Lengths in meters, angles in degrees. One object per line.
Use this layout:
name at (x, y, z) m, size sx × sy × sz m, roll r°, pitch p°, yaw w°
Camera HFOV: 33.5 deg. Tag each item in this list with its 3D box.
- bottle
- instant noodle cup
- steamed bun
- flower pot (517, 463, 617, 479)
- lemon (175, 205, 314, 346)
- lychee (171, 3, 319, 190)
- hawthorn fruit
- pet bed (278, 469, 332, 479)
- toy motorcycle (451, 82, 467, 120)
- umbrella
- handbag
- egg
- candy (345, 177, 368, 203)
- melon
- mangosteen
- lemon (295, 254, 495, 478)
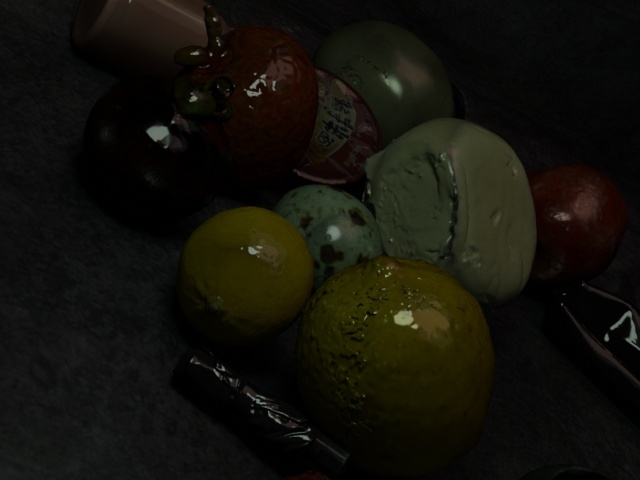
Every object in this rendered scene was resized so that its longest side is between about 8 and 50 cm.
bottle at (-0.257, -0.342, 1.802) m, size 0.296 × 0.173 × 0.206 m, roll 23°, pitch -3°, yaw -31°
instant noodle cup at (-0.027, -0.188, 1.899) m, size 0.273 × 0.091 × 0.274 m, roll 16°, pitch 51°, yaw -21°
steamed bun at (0.218, -0.032, 1.847) m, size 0.312 × 0.233 × 0.334 m, roll 22°, pitch 69°, yaw -46°
flower pot at (0.346, 0.401, 1.424) m, size 0.243 × 0.157 × 0.189 m, roll 29°, pitch 29°, yaw -24°
lemon at (-0.099, 0.047, 1.365) m, size 0.178 × 0.178 × 0.203 m, roll 41°, pitch 25°, yaw 2°
lychee at (-0.123, -0.220, 1.661) m, size 0.255 × 0.255 × 0.300 m, roll -111°, pitch 177°, yaw -45°
hawthorn fruit at (0.483, -0.030, 2.172) m, size 0.284 × 0.284 × 0.284 m, roll 31°, pitch 27°, yaw -18°
pet bed at (0.010, 0.342, 1.184) m, size 0.201 × 0.053 × 0.201 m, roll 34°, pitch 21°, yaw -15°
toy motorcycle at (0.187, -0.294, 2.280) m, size 0.147 × 0.221 × 0.326 m, roll -13°, pitch 45°, yaw -35°
umbrella at (-0.070, 0.207, 1.265) m, size 0.235 × 0.059 × 0.066 m, roll 35°, pitch 21°, yaw 5°
handbag at (0.611, 0.212, 2.121) m, size 0.342 × 0.152 × 0.288 m, roll 47°, pitch 14°, yaw 12°
egg at (0.000, 0.000, 1.589) m, size 0.169 × 0.169 × 0.231 m, roll 21°, pitch 17°, yaw -34°
candy at (0.170, -0.083, 2.075) m, size 0.312 × 0.061 × 0.088 m, roll 16°, pitch 33°, yaw -42°
melon at (0.119, -0.280, 2.082) m, size 0.268 × 0.268 × 0.330 m, roll 5°, pitch 41°, yaw -50°
mangosteen at (-0.217, -0.136, 1.464) m, size 0.216 × 0.216 × 0.216 m, roll 31°, pitch 27°, yaw -18°
lemon at (0.097, 0.164, 1.335) m, size 0.258 × 0.257 × 0.310 m, roll -89°, pitch 164°, yaw -59°
